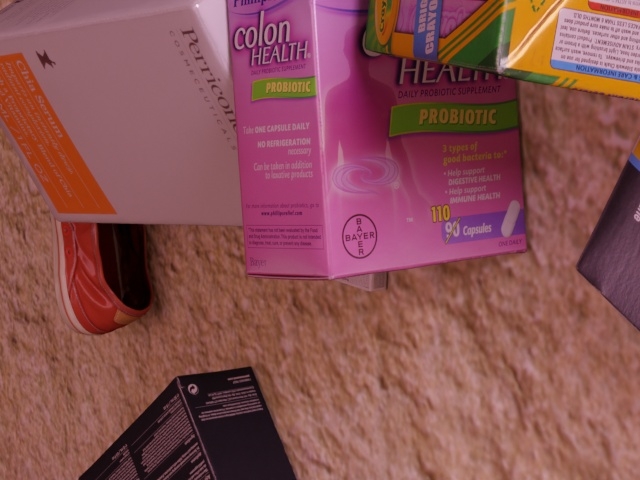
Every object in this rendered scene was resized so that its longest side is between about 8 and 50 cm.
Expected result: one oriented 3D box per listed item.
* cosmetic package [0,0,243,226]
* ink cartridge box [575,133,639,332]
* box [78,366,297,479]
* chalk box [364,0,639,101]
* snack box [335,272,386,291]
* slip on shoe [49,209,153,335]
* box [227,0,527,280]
[{"bbox_3d":[-0.141,-0.147,1.518,0.453,0.161,0.230,1,126,52],"label":"cosmetic package"},{"bbox_3d":[0.338,-0.008,1.068,0.307,0.072,0.303,49,130,39],"label":"ink cartridge box"},{"bbox_3d":[-0.139,0.276,1.695,0.261,0.103,0.184,-45,58,45],"label":"box"},{"bbox_3d":[0.151,-0.203,1.142,0.289,0.180,0.179,-154,72,-67],"label":"chalk box"},{"bbox_3d":[0.000,0.000,1.537,0.178,0.022,0.064,17,109,50],"label":"snack box"},{"bbox_3d":[-0.248,-0.059,1.785,0.101,0.123,0.331,-6,92,33],"label":"slip on shoe"},{"bbox_3d":[0.049,-0.099,1.304,0.117,0.214,0.242,0,95,52],"label":"box"}]
